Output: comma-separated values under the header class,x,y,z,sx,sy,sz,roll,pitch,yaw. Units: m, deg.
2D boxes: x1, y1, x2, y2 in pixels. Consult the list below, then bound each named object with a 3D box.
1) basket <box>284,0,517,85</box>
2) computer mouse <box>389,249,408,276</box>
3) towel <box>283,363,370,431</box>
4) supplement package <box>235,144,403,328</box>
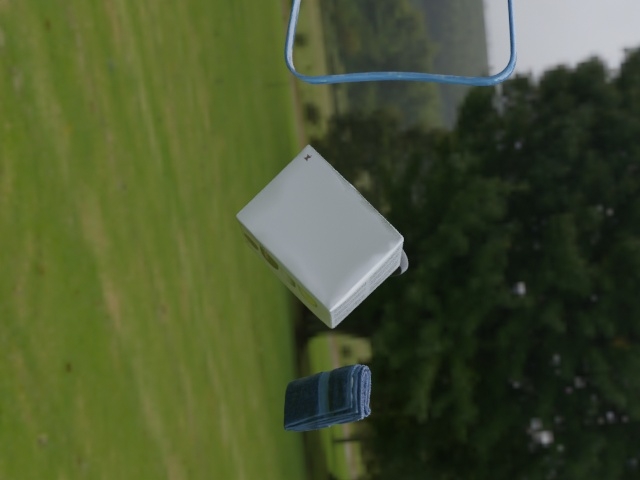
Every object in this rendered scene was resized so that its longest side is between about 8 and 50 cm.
class,x,y,z,sx,sy,sz,roll,pitch,yaw
basket,0.095,-0.313,1.659,0.201,0.255,0.289,42,52,-75
computer mouse,0.048,-0.015,2.514,0.071,0.242,0.041,-29,-147,49
towel,0.006,0.183,1.751,0.029,0.119,0.067,24,58,-42
supplement package,0.000,0.000,2.167,0.194,0.149,0.203,45,-7,9
